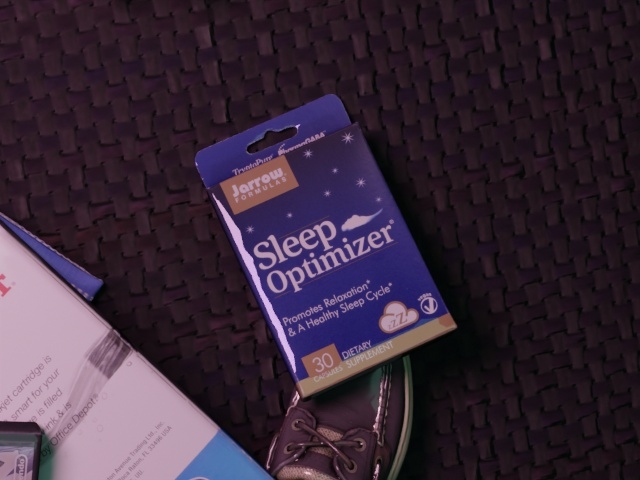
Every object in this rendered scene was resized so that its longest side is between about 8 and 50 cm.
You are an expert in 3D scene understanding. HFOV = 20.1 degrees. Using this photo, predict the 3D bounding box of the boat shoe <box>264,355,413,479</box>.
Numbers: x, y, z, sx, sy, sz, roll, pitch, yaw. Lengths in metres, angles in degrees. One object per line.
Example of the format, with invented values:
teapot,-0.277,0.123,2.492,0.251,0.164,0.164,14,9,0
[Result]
boat shoe,0.004,0.191,1.462,0.103,0.092,0.285,16,86,14

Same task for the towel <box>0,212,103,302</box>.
towel,-0.363,0.106,1.425,0.243,0.040,0.336,36,88,-19

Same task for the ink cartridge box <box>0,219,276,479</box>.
ink cartridge box,-0.225,0.157,1.397,0.223,0.129,0.307,-46,110,-4

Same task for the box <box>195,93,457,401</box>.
box,0.000,0.000,1.452,0.136,0.036,0.225,-25,79,-6

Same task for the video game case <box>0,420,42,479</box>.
video game case,-0.336,0.261,1.295,0.248,0.035,0.274,4,99,-17
